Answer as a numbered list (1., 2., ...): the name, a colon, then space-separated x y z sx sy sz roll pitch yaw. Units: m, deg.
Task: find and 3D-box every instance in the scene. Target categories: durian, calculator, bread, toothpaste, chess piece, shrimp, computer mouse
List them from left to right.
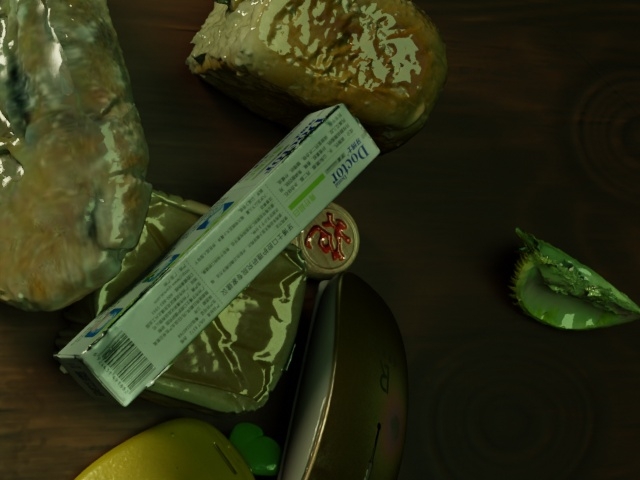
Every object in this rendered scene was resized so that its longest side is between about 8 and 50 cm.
1. shrimp: -0.276 -0.150 1.255 0.221 0.110 0.445 -14 76 14
2. calculator: -0.141 0.241 1.283 0.235 0.032 0.146 -30 63 -21
3. bread: -0.134 0.062 1.307 0.210 0.110 0.192 17 79 -24
4. toothpaste: -0.086 0.009 1.227 0.336 0.081 0.067 -45 106 -22
5. bread: -0.002 -0.205 1.364 0.246 0.195 0.176 26 76 -22
6. chess piece: 0.000 0.000 1.424 0.084 0.038 0.083 5 80 -28
7. computer mouse: 0.025 0.184 1.349 0.158 0.072 0.310 42 53 -50
8. durian: 0.267 0.041 1.517 0.215 0.100 0.086 27 68 -28
